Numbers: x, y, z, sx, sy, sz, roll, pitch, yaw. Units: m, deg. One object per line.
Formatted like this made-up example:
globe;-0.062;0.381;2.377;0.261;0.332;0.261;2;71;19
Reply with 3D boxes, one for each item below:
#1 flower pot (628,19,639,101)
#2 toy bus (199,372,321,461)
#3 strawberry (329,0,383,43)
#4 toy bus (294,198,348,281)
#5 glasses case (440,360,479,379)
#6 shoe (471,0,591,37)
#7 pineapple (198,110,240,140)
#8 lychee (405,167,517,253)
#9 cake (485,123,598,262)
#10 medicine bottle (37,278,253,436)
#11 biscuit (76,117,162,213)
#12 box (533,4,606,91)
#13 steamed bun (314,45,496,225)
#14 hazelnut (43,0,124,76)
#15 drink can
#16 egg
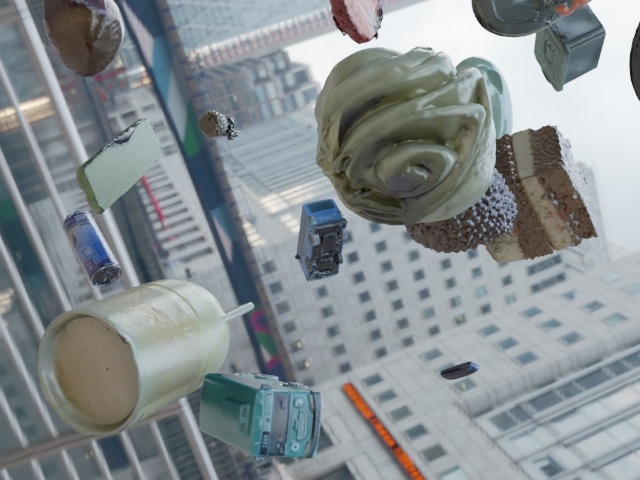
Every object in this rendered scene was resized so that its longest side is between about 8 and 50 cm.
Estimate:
flower pot;0.616;-0.271;1.194;0.166;0.269;0.268;-112;-173;-60
toy bus;-0.114;0.310;1.458;0.256;0.147;0.128;-3;-99;61
strawberry;0.073;-0.658;2.274;0.111;0.190;0.236;-5;-36;39
toy bus;0.000;0.000;2.390;0.234;0.116;0.133;99;-30;-46
glasses case;0.281;0.267;1.648;0.083;0.034;0.023;-28;-125;37
shoe;0.425;-0.444;1.363;0.132;0.337;0.171;66;-11;-11
pineapple;-0.264;-0.302;2.163;0.074;0.074;0.159;67;18;8
lychee;0.310;-0.082;1.799;0.271;0.272;0.271;159;-90;-79
cake;0.522;-0.113;2.063;0.255;0.290;0.282;56;24;-26
medicine bottle;-0.317;0.199;1.580;0.406;0.236;0.235;-20;88;-62
biscuit;-0.373;-0.150;1.529;0.322;0.038;0.099;-71;146;-63
box;0.696;-0.549;2.274;0.243;0.135;0.163;63;3;-66
steamed bun;0.143;-0.171;1.499;0.247;0.339;0.352;-67;153;-44
hazelnut;-0.505;-0.445;1.728;0.161;0.170;0.201;33;-40;10
drink can;-0.672;0.024;2.388;0.235;0.097;0.097;53;-18;29
egg;0.469;-0.383;2.464;0.230;0.230;0.370;-125;-158;-50
